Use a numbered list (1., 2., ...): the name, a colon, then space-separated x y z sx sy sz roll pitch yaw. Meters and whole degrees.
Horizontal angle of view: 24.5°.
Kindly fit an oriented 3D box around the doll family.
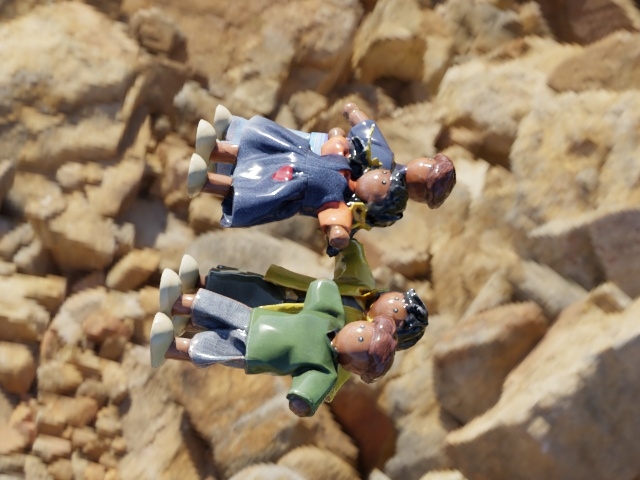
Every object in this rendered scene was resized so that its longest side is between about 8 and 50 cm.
1. doll family: 0.000 0.000 0.615 0.111 0.076 0.193 6 56 3
